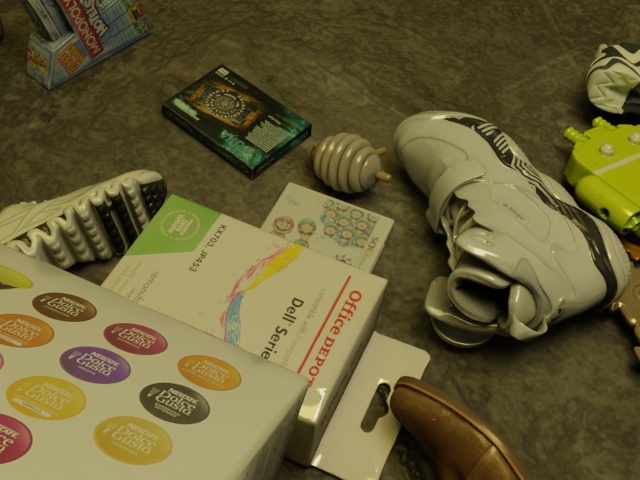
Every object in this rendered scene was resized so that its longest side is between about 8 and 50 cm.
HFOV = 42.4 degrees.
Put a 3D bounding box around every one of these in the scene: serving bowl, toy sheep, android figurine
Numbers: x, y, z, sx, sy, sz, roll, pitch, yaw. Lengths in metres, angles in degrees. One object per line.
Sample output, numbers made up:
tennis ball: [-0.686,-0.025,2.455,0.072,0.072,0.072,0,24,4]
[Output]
serving bowl: [0.174,0.099,1.013,0.083,0.027,0.083,2,52,-3]
toy sheep: [0.041,-0.105,1.125,0.132,0.091,0.091,18,51,32]
android figurine: [0.454,-0.082,1.134,0.248,0.056,0.273,-19,50,-27]

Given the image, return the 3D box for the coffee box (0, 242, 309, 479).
coffee box: [-0.253,0.237,0.611,0.338,0.338,0.334,22,19,12]

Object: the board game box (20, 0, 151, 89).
board game box: [-0.367,-0.329,1.227,0.060,0.194,0.194,37,73,23]

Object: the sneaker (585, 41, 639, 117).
sneaker: [0.511,-0.231,1.248,0.235,0.094,0.153,18,44,-1]

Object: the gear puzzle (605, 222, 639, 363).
gear puzzle: [0.446,0.096,1.032,0.176,0.044,0.338,-12,51,-11]

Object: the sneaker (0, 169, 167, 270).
sneaker: [-0.327,-0.018,1.024,0.292,0.110,0.118,-32,52,-26]

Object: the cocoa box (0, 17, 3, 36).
cocoa box: [-0.605,-0.271,1.111,0.228,0.231,0.347,1,53,-3]

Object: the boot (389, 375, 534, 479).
boot: [0.159,0.270,0.837,0.115,0.112,0.305,-36,66,-15]

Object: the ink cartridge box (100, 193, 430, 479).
ink cartridge box: [-0.061,0.108,0.931,0.354,0.119,0.207,21,53,11]

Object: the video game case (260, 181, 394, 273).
video game case: [0.000,0.000,1.082,0.157,0.019,0.143,20,54,12]

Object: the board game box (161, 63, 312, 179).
board game box: [-0.123,-0.177,1.204,0.186,0.026,0.126,37,59,22]

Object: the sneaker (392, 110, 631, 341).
sneaker: [0.184,-0.025,1.012,0.210,0.137,0.366,-24,57,-38]
